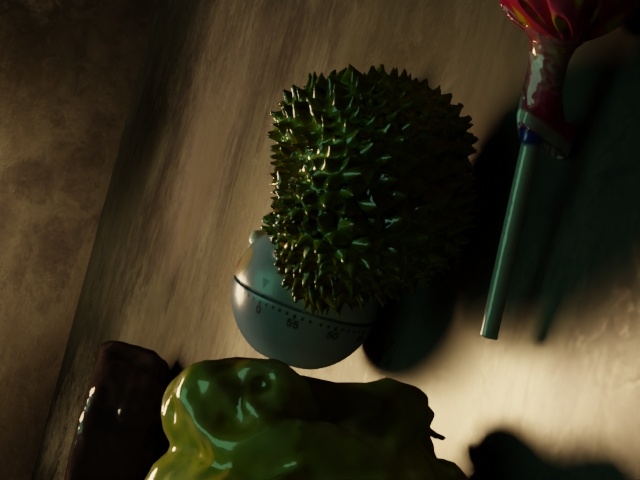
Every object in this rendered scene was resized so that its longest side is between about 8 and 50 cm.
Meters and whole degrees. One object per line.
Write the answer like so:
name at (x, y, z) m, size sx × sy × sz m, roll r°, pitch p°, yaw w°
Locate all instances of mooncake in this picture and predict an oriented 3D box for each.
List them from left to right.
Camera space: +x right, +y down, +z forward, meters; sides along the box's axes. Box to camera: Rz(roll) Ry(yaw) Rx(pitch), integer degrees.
mooncake at (-0.349, 0.317, 1.790) m, size 0.283 × 0.141 × 0.283 m, roll -164°, pitch 90°, yaw -79°

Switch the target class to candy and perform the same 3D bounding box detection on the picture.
candy at (0.173, -0.098, 0.819) m, size 0.124 × 0.124 × 0.365 m, roll -155°, pitch 75°, yaw -69°

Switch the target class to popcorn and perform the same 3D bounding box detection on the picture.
popcorn at (-0.013, 0.247, 0.796) m, size 0.312 × 0.312 × 0.312 m, roll -164°, pitch 90°, yaw -70°

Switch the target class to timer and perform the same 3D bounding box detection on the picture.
timer at (-0.017, 0.009, 1.098) m, size 0.175 × 0.175 × 0.255 m, roll 168°, pitch 101°, yaw -67°

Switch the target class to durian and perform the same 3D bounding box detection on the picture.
durian at (0.051, -0.053, 0.941) m, size 0.176 × 0.200 × 0.237 m, roll -5°, pitch 56°, yaw 28°
